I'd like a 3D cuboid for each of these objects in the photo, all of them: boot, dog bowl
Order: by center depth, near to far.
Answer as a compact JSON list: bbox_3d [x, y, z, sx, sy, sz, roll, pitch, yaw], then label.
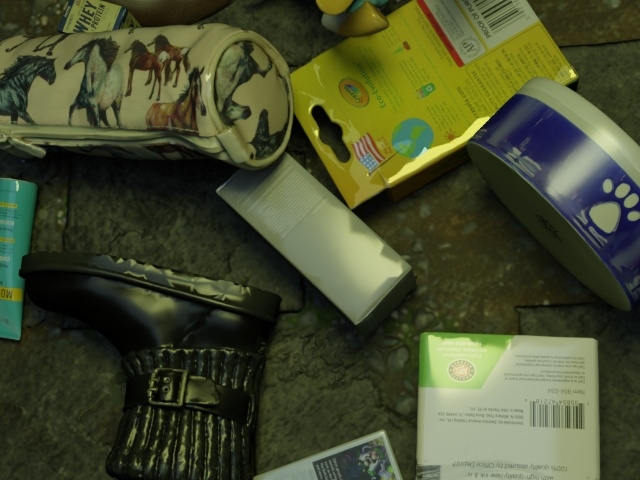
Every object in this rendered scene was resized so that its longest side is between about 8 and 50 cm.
[{"bbox_3d":[0.287,-0.049,1.163,0.104,0.265,0.265,-43,75,1],"label":"dog bowl"},{"bbox_3d":[-0.229,0.159,1.273,0.348,0.131,0.260,11,80,11],"label":"boot"}]

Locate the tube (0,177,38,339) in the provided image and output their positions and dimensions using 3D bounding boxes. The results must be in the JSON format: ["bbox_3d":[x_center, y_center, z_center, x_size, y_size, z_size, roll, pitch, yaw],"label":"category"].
[{"bbox_3d":[-0.413,0.024,1.379,0.080,0.052,0.207,5,85,22],"label":"tube"}]

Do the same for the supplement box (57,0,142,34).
[{"bbox_3d":[-0.290,-0.279,1.401,0.083,0.083,0.056,17,82,13],"label":"supplement box"}]

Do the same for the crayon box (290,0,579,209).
[{"bbox_3d":[0.131,-0.190,1.314,0.318,0.081,0.202,-29,75,2],"label":"crayon box"}]

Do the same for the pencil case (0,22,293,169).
[{"bbox_3d":[-0.229,-0.167,1.265,0.410,0.160,0.183,5,58,31],"label":"pencil case"}]

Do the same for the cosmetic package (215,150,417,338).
[{"bbox_3d":[0.000,0.000,1.272,0.107,0.127,0.238,-43,73,-3],"label":"cosmetic package"}]

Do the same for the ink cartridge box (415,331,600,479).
[{"bbox_3d":[0.206,0.248,1.181,0.198,0.115,0.273,2,76,6],"label":"ink cartridge box"}]

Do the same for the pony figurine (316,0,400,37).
[{"bbox_3d":[0.063,-0.399,1.248,0.303,0.363,0.351,38,94,-28],"label":"pony figurine"}]

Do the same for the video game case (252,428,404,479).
[{"bbox_3d":[0.029,0.343,1.248,0.173,0.022,0.190,-21,75,5],"label":"video game case"}]

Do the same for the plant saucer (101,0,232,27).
[{"bbox_3d":[-0.219,-0.442,1.405,0.310,0.050,0.311,0,92,6],"label":"plant saucer"}]
